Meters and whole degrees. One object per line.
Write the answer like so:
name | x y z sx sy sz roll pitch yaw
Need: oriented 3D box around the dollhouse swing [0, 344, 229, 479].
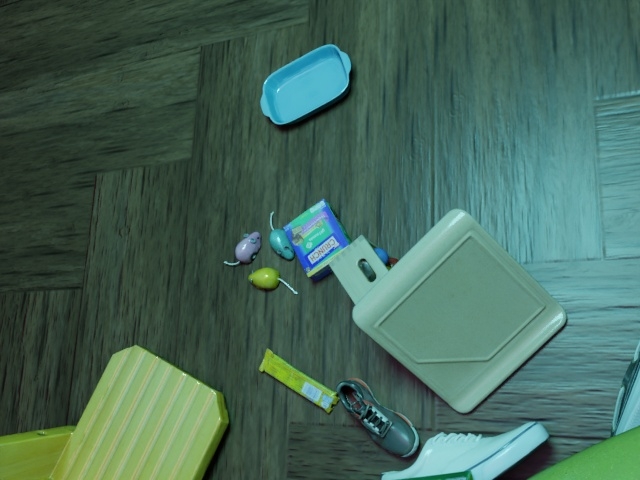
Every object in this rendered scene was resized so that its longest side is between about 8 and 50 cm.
dollhouse swing | -0.380 0.357 1.146 0.346 0.315 0.305 21 96 34

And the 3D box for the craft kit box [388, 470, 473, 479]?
craft kit box | 0.115 0.452 0.946 0.249 0.061 0.247 -14 93 21

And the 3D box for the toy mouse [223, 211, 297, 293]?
toy mouse | -0.103 0.014 1.239 0.160 0.031 0.143 6 79 28

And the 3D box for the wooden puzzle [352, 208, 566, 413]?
wooden puzzle | 0.199 0.104 1.001 0.238 0.044 0.221 42 99 -13

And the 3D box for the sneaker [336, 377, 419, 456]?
sneaker | 0.078 0.272 1.061 0.158 0.065 0.061 37 94 29

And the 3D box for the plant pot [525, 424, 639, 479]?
plant pot | 0.306 0.347 0.742 0.293 0.275 0.275 -44 62 1

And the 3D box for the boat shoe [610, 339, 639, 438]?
boat shoe | 0.449 0.143 0.877 0.121 0.119 0.335 28 93 4

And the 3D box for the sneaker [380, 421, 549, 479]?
sneaker | 0.193 0.311 0.978 0.258 0.094 0.091 -34 66 14

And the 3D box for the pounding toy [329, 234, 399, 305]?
pounding toy | 0.112 0.072 1.072 0.100 0.130 0.141 -42 54 11

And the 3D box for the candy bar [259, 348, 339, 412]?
candy bar | -0.038 0.234 1.156 0.161 0.018 0.040 26 92 29

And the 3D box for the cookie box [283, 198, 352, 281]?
cookie box | 0.000 0.000 1.186 0.091 0.040 0.107 -35 65 14

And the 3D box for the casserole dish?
casserole dish | -0.023 -0.280 1.275 0.188 0.037 0.114 -24 67 18
